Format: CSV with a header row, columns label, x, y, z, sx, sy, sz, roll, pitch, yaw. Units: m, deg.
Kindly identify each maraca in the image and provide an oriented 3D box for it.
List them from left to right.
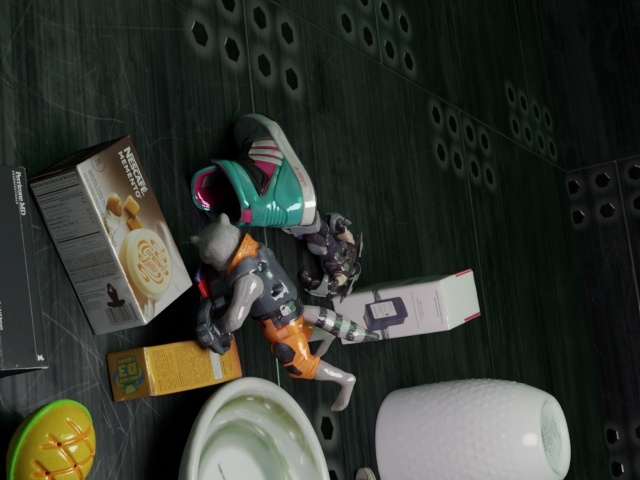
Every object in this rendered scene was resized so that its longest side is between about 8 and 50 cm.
label,x,y,z,sx,sy,sz,roll,pitch,yaw
maraca,-0.349,0.290,1.514,0.127,0.099,0.185,30,79,-50

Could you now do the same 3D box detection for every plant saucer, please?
label,x,y,z,sx,sy,sz,roll,pitch,yaw
plant saucer,-0.119,0.416,1.857,0.400,0.101,0.400,33,51,-52

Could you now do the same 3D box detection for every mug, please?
label,x,y,z,sx,sy,sz,roll,pitch,yaw
mug,0.325,0.459,2.385,0.276,0.328,0.374,3,76,-60

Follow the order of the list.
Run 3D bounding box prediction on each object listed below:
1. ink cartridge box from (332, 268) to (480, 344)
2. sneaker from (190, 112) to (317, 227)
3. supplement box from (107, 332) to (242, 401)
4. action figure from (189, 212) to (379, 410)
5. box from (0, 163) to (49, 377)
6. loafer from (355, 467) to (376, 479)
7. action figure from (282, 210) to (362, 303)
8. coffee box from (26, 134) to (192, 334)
label,x,y,z,sx,sy,sz,roll,pitch,yaw
ink cartridge box,0.169,0.130,2.346,0.172,0.237,0.100,-13,93,-61
sneaker,-0.140,-0.116,2.031,0.295,0.179,0.123,-124,-145,-47
supplement box,-0.216,0.191,1.803,0.233,0.078,0.080,-5,83,-62
action figure,-0.075,0.079,1.902,0.330,0.179,0.341,47,19,-24
box,-0.441,0.037,1.446,0.184,0.103,0.261,5,73,-57
loafer,0.082,0.490,2.241,0.039,0.045,0.125,13,70,-51
action figure,0.000,0.000,2.255,0.285,0.099,0.185,53,29,-42
coffee box,-0.299,-0.009,1.717,0.141,0.098,0.246,-44,117,-58
